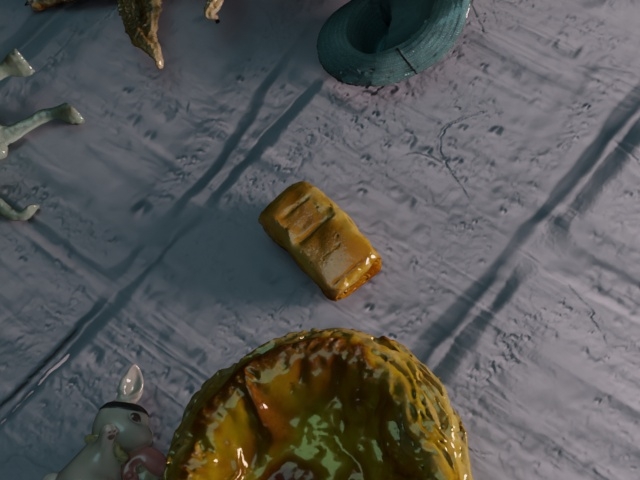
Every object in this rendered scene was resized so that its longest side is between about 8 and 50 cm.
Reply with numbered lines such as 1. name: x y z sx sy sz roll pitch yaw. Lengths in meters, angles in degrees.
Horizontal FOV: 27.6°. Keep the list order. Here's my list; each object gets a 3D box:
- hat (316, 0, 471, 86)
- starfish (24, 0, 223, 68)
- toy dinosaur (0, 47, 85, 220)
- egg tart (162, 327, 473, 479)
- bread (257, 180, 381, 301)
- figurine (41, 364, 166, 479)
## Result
1. hat: 0.093 -0.224 1.412 0.191 0.078 0.138 -19 47 25
2. starfish: -0.218 -0.325 1.558 0.302 0.060 0.299 3 66 31
3. toy dinosaur: -0.393 -0.145 1.478 0.205 0.092 0.393 -32 66 1
4. egg tart: -0.001 0.220 1.145 0.295 0.116 0.294 -5 61 9
5. bread: 0.000 0.000 1.310 0.074 0.053 0.132 -37 60 -9
6. figurine: -0.185 0.203 1.238 0.098 0.081 0.146 42 65 -14
